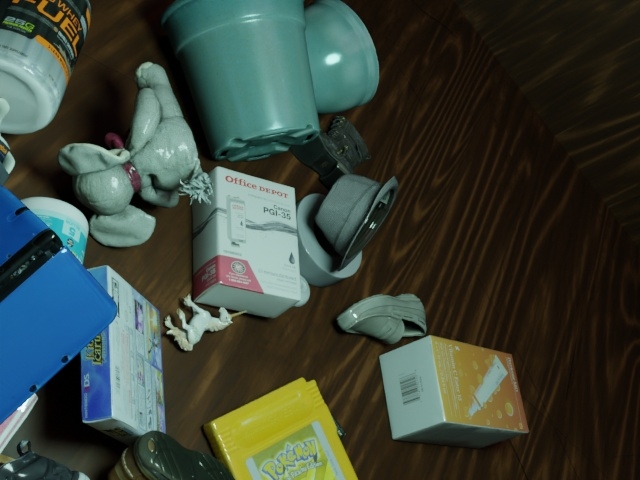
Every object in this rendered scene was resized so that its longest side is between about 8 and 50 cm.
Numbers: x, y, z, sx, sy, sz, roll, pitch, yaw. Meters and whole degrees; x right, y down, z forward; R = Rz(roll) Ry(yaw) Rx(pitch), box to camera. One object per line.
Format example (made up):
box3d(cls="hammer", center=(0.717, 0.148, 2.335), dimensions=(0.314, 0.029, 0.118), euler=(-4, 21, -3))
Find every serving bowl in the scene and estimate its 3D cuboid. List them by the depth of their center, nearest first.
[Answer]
box3d(cls="serving bowl", center=(-0.053, 0.110, 2.194), dimensions=(0.083, 0.027, 0.083), euler=(27, 49, -36))

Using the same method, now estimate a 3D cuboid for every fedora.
box3d(cls="fedora", center=(0.069, -0.065, 2.204), dimensions=(0.124, 0.243, 0.275), euler=(32, 37, 10))

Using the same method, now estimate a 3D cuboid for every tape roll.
box3d(cls="tape roll", center=(0.000, 0.000, 2.287), dimensions=(0.219, 0.072, 0.219), euler=(27, 49, -36))

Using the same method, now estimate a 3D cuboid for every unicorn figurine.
box3d(cls="unicorn figurine", center=(-0.246, 0.162, 1.925), dimensions=(0.111, 0.060, 0.162), euler=(50, 55, -15))

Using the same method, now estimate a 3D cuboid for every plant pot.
box3d(cls="plant pot", center=(-0.160, -0.370, 2.151), dimensions=(0.341, 0.341, 0.334), euler=(-8, 82, -51))
box3d(cls="plant pot", center=(-0.023, -0.441, 2.396), dimensions=(0.196, 0.293, 0.293), euler=(-29, 91, -28))

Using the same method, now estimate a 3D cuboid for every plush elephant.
box3d(cls="plush elephant", center=(-0.374, -0.142, 1.835), dimensions=(0.255, 0.271, 0.330), euler=(-16, 40, -17))

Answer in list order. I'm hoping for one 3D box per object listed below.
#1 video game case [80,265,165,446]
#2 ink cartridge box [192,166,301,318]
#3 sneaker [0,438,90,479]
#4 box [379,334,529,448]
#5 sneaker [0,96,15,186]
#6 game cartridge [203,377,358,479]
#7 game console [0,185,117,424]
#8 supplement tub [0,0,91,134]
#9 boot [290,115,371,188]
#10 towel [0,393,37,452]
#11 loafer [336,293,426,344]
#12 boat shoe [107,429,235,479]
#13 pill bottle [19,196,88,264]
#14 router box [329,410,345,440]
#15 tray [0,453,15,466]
box3d(cls="video game case", center=(-0.346, 0.213, 1.672), dimensions=(0.244, 0.061, 0.269), euler=(60, 20, -63))
box3d(cls="ink cartridge box", center=(-0.161, 0.004, 2.041), dimensions=(0.207, 0.117, 0.283), euler=(14, 57, -32))
box3d(cls="sneaker", center=(-0.449, 0.416, 1.379), dimensions=(0.153, 0.101, 0.268), euler=(45, 35, -19))
box3d(cls="box", center=(0.332, 0.382, 2.353), dimensions=(0.345, 0.168, 0.215), euler=(16, 56, -43))
box3d(cls="sneaker", center=(-0.594, -0.114, 1.594), dimensions=(0.126, 0.128, 0.321), euler=(75, 11, -67))
box3d(cls="game cartridge", center=(-0.059, 0.464, 1.915), dimensions=(0.285, 0.053, 0.323), euler=(-20, 86, -43))
box3d(cls="game console", center=(-0.522, 0.104, 1.502), dimensions=(0.250, 0.173, 0.293), euler=(37, 71, 28))
box3d(cls="supplement tub", center=(-0.553, -0.381, 1.778), dimensions=(0.207, 0.207, 0.338), euler=(34, 45, -31))
box3d(cls="boot", center=(0.023, -0.263, 2.481), dimensions=(0.263, 0.091, 0.229), euler=(51, 33, -20))
box3d(cls="towel", center=(-0.560, 0.246, 1.528), dimensions=(0.197, 0.029, 0.144), euler=(46, 41, -19))
box3d(cls="loafer", center=(0.161, 0.196, 2.318), dimensions=(0.319, 0.112, 0.111), euler=(-2, 61, -50))
box3d(cls="boat shoe", center=(-0.250, 0.443, 1.692), dimensions=(0.324, 0.120, 0.122), euler=(46, 15, -41))
box3d(cls="pill bottle", center=(-0.487, 0.068, 1.626), dimensions=(0.146, 0.146, 0.264), euler=(28, 49, -36))
box3d(cls="router box", center=(-0.009, 0.403, 2.054), dimensions=(0.122, 0.038, 0.092), euler=(56, 38, -7))
box3d(cls="tray", center=(-0.387, 0.513, 1.527), dimensions=(0.411, 0.076, 0.202), euler=(33, 46, -31))
